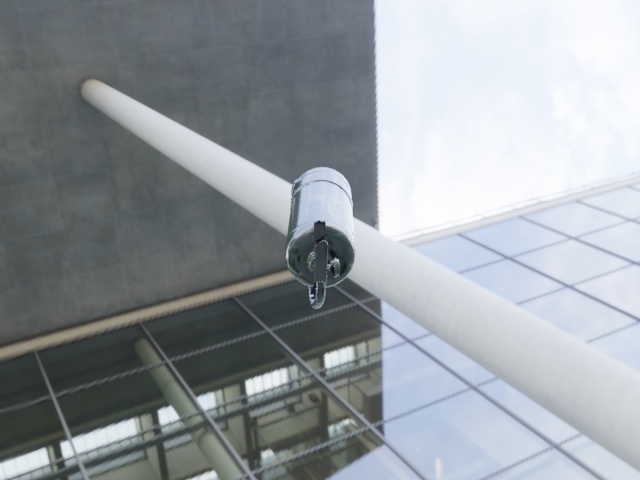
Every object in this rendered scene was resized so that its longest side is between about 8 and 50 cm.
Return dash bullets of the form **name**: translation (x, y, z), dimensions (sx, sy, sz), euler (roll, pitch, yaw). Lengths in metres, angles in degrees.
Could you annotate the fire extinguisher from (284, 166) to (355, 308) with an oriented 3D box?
- **fire extinguisher**: translation (0.000, 0.000, 0.276), dimensions (0.025, 0.083, 0.038), euler (2, -68, -1)
